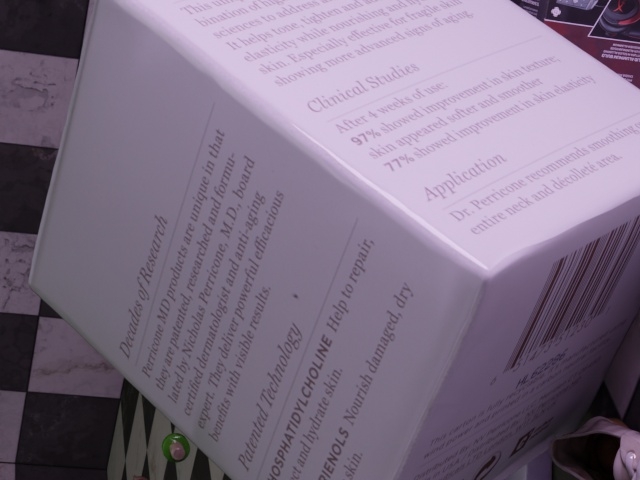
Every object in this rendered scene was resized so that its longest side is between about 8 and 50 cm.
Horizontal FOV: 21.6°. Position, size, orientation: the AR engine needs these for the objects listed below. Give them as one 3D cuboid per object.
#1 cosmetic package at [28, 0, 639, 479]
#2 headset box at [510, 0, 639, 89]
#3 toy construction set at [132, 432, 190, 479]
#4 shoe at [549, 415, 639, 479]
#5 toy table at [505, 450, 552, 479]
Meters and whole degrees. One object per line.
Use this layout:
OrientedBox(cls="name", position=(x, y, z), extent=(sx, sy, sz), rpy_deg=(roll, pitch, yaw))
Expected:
OrientedBox(cls="cosmetic package", position=(0.033, -0.016, 1.359), extent=(0.393, 0.329, 0.327), rpy_deg=(40, 131, 25))
OrientedBox(cls="headset box", position=(0.219, -0.242, 1.506), extent=(0.218, 0.110, 0.293), rpy_deg=(-129, 47, -70))
OrientedBox(cls="toy construction set", position=(-0.095, 0.334, 2.198), extent=(0.237, 0.308, 0.258), rpy_deg=(-164, 88, -81))
OrientedBox(cls="shoe", position=(0.244, 0.188, 1.332), extent=(0.219, 0.058, 0.077), rpy_deg=(-158, 75, -76))
OrientedBox(cls="toy table", position=(0.114, 0.180, 1.656), extent=(0.274, 0.160, 0.252), rpy_deg=(-111, 30, -59))
